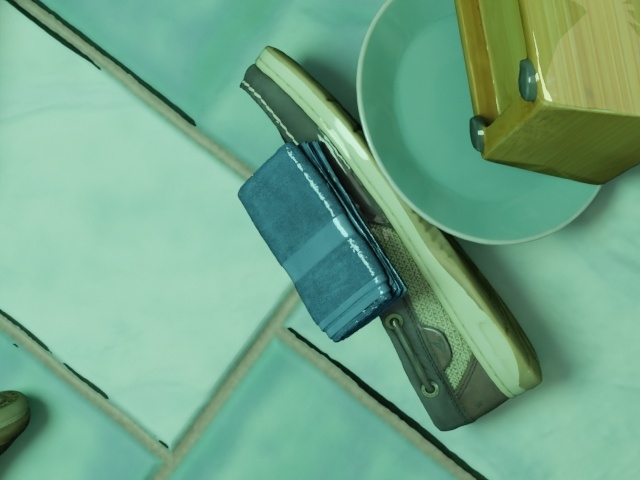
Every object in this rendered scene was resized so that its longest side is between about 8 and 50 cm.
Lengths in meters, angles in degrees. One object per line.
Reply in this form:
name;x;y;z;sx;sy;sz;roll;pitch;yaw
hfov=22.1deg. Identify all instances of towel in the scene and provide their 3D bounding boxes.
towel;0.000;0.000;1.030;0.067;0.029;0.119;-39;78;32

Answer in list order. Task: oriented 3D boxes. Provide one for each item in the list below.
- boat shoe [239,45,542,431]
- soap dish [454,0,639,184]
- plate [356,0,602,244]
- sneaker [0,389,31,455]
boat shoe;0.030;0.001;1.081;0.092;0.103;0.285;-38;90;7
soap dish;0.141;-0.186;0.966;0.118;0.229;0.291;-9;85;-5
plate;0.107;-0.088;1.063;0.188;0.024;0.188;4;78;-21
sneaker;-0.274;0.173;1.177;0.188;0.066;0.071;-28;104;16
